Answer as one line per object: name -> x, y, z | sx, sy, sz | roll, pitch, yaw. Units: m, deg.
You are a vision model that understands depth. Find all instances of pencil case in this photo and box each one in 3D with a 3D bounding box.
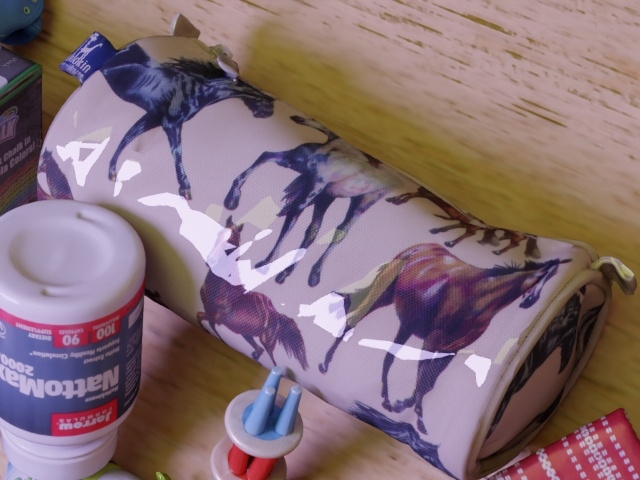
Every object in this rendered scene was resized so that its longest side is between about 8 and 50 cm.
pencil case -> 0.000, 0.000, 1.215 | 0.410, 0.160, 0.184 | 29, 95, 27

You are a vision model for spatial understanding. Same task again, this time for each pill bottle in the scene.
pill bottle -> -0.171, 0.072, 1.214 | 0.108, 0.180, 0.108 | 4, 42, -3

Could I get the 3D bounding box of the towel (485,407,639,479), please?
towel -> 0.118, 0.253, 1.136 | 0.275, 0.031, 0.199 | -32, 83, 12

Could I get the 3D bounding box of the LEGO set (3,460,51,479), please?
LEGO set -> -0.267, 0.248, 1.234 | 0.182, 0.060, 0.244 | -32, 33, 30

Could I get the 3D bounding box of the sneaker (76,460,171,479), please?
sneaker -> -0.172, 0.260, 1.258 | 0.097, 0.084, 0.235 | 21, 85, 25

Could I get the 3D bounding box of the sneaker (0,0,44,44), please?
sneaker -> -0.261, -0.224, 1.440 | 0.091, 0.126, 0.240 | -11, 41, 42

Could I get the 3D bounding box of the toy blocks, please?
toy blocks -> -0.023, 0.161, 1.189 | 0.054, 0.148, 0.123 | -21, 59, -31

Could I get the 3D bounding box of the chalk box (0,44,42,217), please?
chalk box -> -0.286, -0.074, 1.305 | 0.132, 0.213, 0.132 | 26, 46, 21
